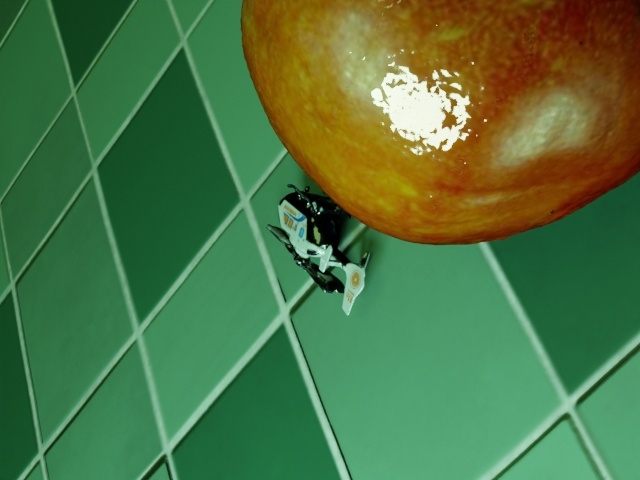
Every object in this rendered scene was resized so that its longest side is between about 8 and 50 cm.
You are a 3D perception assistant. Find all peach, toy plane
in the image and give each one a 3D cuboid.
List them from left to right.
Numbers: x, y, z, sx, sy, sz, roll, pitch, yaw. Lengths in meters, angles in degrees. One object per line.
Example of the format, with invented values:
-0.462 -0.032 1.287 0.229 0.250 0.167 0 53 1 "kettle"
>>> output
0.001 0.000 1.269 0.197 0.053 0.078 45 119 51 "toy plane"
0.115 -0.158 0.956 0.372 0.372 0.290 -42 50 34 "peach"
